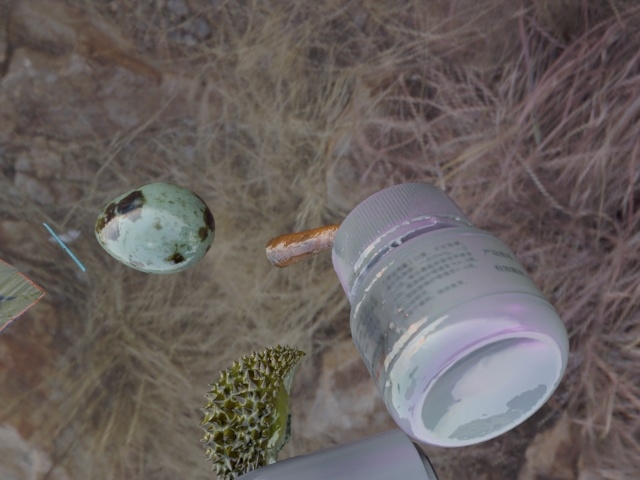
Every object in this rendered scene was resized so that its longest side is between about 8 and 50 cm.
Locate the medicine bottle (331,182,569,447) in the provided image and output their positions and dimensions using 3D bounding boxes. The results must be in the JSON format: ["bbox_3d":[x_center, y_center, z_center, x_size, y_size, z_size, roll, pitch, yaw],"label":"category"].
[{"bbox_3d":[0.155,0.087,1.202,0.241,0.302,0.241,-12,132,-14],"label":"medicine bottle"}]

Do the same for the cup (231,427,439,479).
[{"bbox_3d":[0.002,0.457,1.444,0.371,0.253,0.253,-11,135,-11],"label":"cup"}]

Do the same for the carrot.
[{"bbox_3d":[0.000,0.000,1.513,0.224,0.057,0.057,-16,121,46],"label":"carrot"}]

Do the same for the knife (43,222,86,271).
[{"bbox_3d":[-0.367,0.010,1.317,0.091,0.005,0.014,55,156,-21],"label":"knife"}]

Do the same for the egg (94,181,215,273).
[{"bbox_3d":[-0.305,-0.022,1.684,0.231,0.169,0.169,-1,130,17],"label":"egg"}]

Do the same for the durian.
[{"bbox_3d":[-0.124,0.344,1.682,0.172,0.166,0.307,-1,87,35],"label":"durian"}]

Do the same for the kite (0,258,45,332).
[{"bbox_3d":[-0.652,0.088,1.525,0.377,0.013,0.328,-2,129,-23],"label":"kite"}]
